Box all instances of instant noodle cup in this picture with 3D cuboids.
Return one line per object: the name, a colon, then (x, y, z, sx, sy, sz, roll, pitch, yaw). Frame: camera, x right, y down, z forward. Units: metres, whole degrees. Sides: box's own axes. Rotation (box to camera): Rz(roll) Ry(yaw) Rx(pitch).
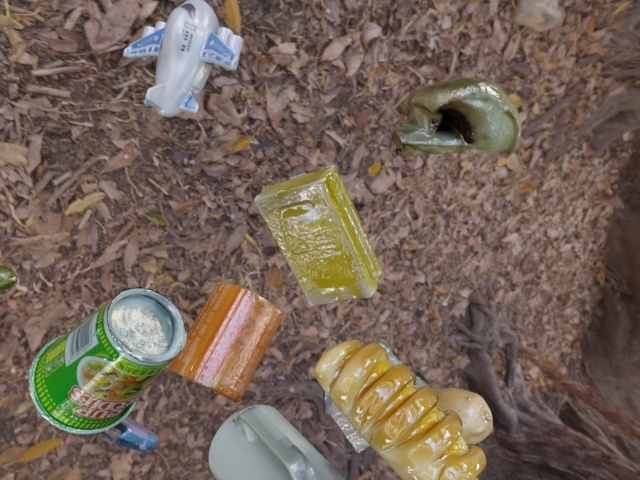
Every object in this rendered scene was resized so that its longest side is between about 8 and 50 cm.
instant noodle cup: (-0.365, 0.199, 0.847, 0.207, 0.207, 0.233, 16, 133, -45)

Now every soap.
soap: (0.000, 0.000, 1.104, 0.314, 0.199, 0.091, 66, 32, -23)

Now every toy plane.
toy plane: (-0.289, -0.383, 1.000, 0.266, 0.267, 0.122, -56, 162, -4)

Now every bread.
bread: (0.138, 0.286, 0.782, 0.121, 0.311, 0.173, -51, 158, 7)

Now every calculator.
calculator: (-0.505, 0.407, 1.102, 0.051, 0.293, 0.173, -60, 164, -23)

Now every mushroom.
mushroom: (0.308, -0.322, 1.146, 0.292, 0.217, 0.211, -10, 141, 3)

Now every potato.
potato: (0.263, 0.360, 0.969, 0.118, 0.178, 0.109, 42, 56, -17)

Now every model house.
model house: (0.158, 0.469, 1.534, 0.298, 0.243, 0.284, -38, 97, 17)

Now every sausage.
sausage: (-0.269, 0.293, 1.386, 0.233, 0.233, 0.287, 49, 61, -44)

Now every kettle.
kettle: (-0.080, 0.495, 1.028, 0.205, 0.318, 0.264, 8, 98, -37)

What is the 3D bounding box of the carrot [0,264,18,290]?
carrot: (-0.662, 0.059, 0.828, 0.074, 0.359, 0.074, -1, 90, -71)
